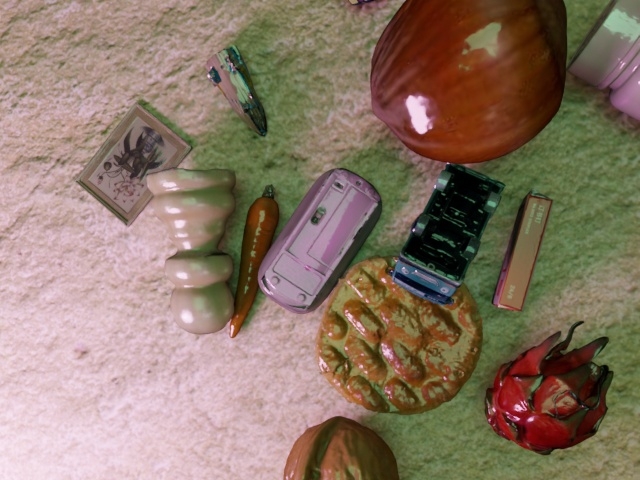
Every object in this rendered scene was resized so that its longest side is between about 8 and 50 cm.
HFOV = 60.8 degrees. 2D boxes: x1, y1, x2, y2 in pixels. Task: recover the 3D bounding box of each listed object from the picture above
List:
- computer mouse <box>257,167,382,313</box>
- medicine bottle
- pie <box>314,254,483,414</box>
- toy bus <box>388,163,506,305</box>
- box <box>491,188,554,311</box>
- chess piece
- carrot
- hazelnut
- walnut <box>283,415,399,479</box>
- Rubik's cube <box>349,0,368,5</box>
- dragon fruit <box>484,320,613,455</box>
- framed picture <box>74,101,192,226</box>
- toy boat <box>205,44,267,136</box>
[{"bbox_3d":[0.000,0.000,1.117,0.158,0.072,0.310,33,85,0],"label":"computer mouse"},{"bbox_3d":[0.672,-0.300,0.996,0.379,0.213,0.213,32,90,8],"label":"medicine bottle"},{"bbox_3d":[0.156,0.187,1.090,0.340,0.083,0.339,-1,83,6],"label":"pie"},{"bbox_3d":[0.234,-0.010,1.014,0.128,0.147,0.256,26,58,11],"label":"toy bus"},{"bbox_3d":[0.388,0.023,1.051,0.050,0.123,0.229,16,89,12],"label":"box"},{"bbox_3d":[-0.251,0.025,1.108,0.183,0.182,0.330,-4,91,6],"label":"chess piece"},{"bbox_3d":[-0.142,0.045,1.141,0.069,0.069,0.335,13,90,7],"label":"carrot"},{"bbox_3d":[0.265,-0.321,0.997,0.373,0.315,0.372,-8,62,16],"label":"hazelnut"},{"bbox_3d":[0.042,0.458,1.014,0.225,0.257,0.257,-11,84,42],"label":"walnut"},{"bbox_3d":[0.093,-0.553,1.130,0.133,0.133,0.111,-13,111,5],"label":"Rubik's cube"},{"bbox_3d":[0.418,0.275,0.987,0.192,0.193,0.274,32,118,-33],"label":"dragon fruit"},{"bbox_3d":[-0.417,-0.169,1.212,0.173,0.010,0.231,38,91,8],"label":"framed picture"},{"bbox_3d":[-0.173,-0.315,1.173,0.084,0.066,0.210,-29,95,16],"label":"toy boat"}]
